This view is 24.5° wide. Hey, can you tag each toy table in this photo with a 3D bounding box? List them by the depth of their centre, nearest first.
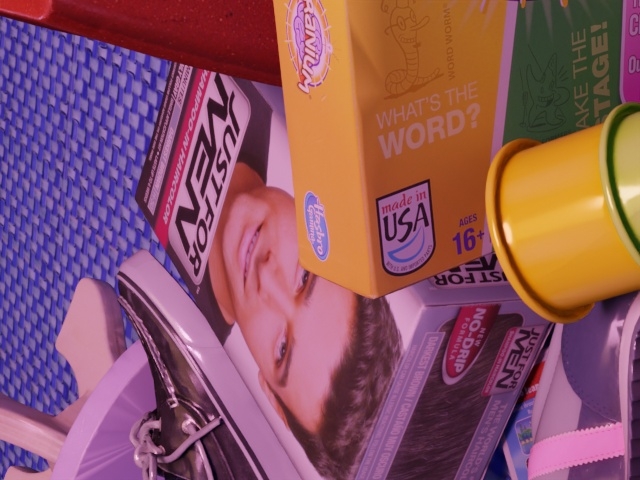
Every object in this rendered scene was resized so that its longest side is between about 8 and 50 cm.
[{"bbox_3d":[-0.197,0.179,1.267,0.161,0.252,0.274,24,83,40],"label":"toy table"}]

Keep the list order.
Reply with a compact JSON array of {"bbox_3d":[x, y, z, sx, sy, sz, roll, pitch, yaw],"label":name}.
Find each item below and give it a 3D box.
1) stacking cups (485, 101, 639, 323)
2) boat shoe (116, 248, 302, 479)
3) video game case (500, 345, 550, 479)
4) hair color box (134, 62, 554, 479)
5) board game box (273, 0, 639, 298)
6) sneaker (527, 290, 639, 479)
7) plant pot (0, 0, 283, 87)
[{"bbox_3d":[0.226,-0.041,0.626,0.316,0.096,0.096,-17,79,38],"label":"stacking cups"},{"bbox_3d":[-0.091,0.156,1.128,0.306,0.105,0.113,60,170,-2],"label":"boat shoe"},{"bbox_3d":[0.200,0.187,0.856,0.204,0.025,0.285,-34,66,53],"label":"video game case"},{"bbox_3d":[0.000,0.000,1.028,0.374,0.114,0.185,53,135,44],"label":"hair color box"},{"bbox_3d":[0.087,-0.157,0.729,0.064,0.242,0.316,24,128,51],"label":"board game box"},{"bbox_3d":[0.161,0.147,0.812,0.131,0.112,0.319,-136,55,-64],"label":"sneaker"},{"bbox_3d":[-0.076,-0.219,0.814,0.267,0.236,0.267,22,112,54],"label":"plant pot"}]
